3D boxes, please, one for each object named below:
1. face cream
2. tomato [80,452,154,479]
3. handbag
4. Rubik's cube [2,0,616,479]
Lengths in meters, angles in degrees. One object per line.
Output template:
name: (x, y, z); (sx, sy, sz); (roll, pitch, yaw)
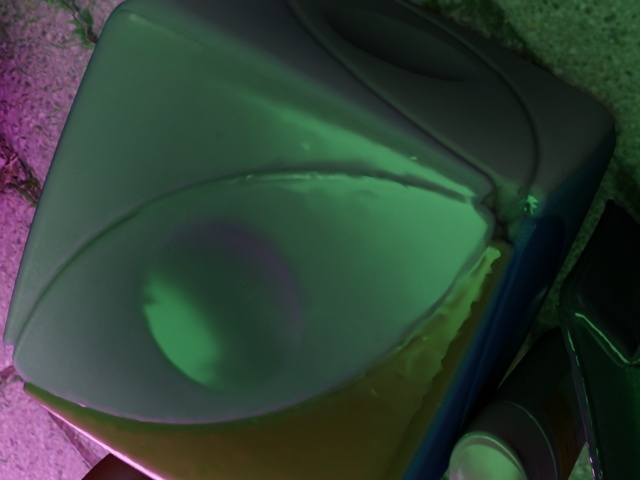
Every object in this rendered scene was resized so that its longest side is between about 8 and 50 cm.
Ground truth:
face cream: (0.173, 0.154, 1.043); (0.073, 0.269, 0.107); (-11, 100, 26)
tomato: (-0.106, 0.317, 1.214); (0.321, 0.321, 0.322); (7, 108, 22)
handbag: (0.248, 0.101, 0.965); (0.089, 0.326, 0.238); (-4, 103, 18)
Rubik's cube: (0.000, 0.000, 1.028); (0.347, 0.351, 0.352); (29, 117, 14)
